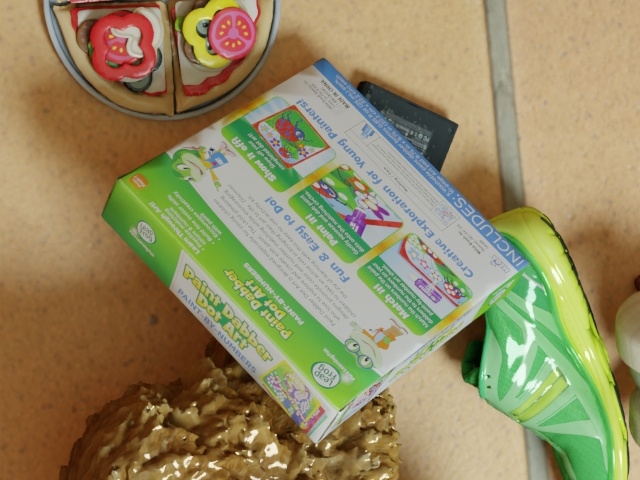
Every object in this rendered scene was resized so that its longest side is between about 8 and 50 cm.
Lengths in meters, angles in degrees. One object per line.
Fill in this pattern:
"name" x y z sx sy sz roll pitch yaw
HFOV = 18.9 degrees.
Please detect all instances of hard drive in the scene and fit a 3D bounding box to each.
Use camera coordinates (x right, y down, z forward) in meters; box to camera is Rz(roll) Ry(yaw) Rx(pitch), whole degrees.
"hard drive" 0.051 -0.056 1.642 0.094 0.022 0.135 24 84 -17

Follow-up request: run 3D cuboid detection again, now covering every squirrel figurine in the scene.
"squirrel figurine" -0.005 0.255 1.502 0.370 0.281 0.397 -11 93 -17

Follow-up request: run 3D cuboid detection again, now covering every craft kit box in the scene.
"craft kit box" 0.000 0.000 1.512 0.250 0.061 0.246 46 48 13

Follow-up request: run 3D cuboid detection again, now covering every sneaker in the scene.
"sneaker" 0.189 0.115 1.667 0.123 0.109 0.295 -19 102 10

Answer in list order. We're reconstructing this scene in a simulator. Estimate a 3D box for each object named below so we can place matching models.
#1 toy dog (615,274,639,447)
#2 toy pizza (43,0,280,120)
"toy dog" 0.400 0.078 1.675 0.334 0.161 0.220 6 134 -12
"toy pizza" -0.126 -0.199 1.574 0.201 0.032 0.201 -1 92 -18
